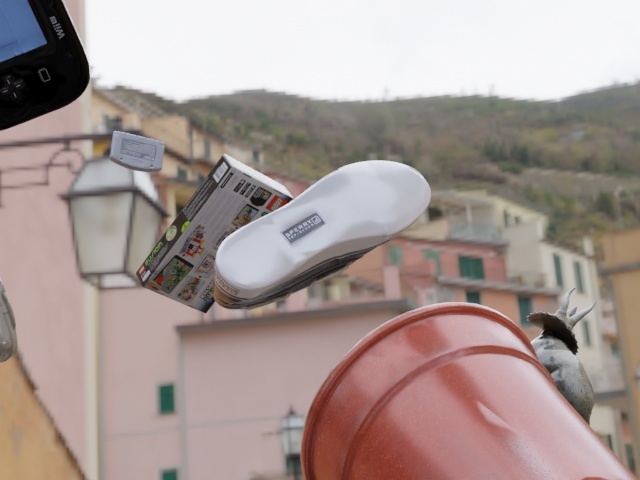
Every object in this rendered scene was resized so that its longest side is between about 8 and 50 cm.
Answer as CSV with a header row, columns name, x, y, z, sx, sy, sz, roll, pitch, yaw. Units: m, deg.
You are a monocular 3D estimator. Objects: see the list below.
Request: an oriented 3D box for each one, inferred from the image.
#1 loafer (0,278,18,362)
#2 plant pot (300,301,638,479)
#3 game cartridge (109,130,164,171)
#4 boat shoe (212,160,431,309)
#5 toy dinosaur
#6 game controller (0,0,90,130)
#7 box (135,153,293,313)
name,x,y,z,sx,sy,sz,roll,pitch,yaw
loafer,-0.435,0.001,1.359,0.112,0.319,0.111,-27,-12,25
plant pot,0.156,0.236,1.092,0.272,0.272,0.265,5,21,-27
game cartridge,-0.287,-0.137,1.873,0.083,0.056,0.017,13,-27,-20
boat shoe,0.000,0.000,1.473,0.301,0.108,0.102,-30,-18,-24
toy dinosaur,0.333,0.213,1.726,0.121,0.313,0.160,18,-55,-16
game controller,-0.379,-0.282,1.317,0.166,0.319,0.067,-18,18,15
box,-0.142,-0.006,1.604,0.114,0.036,0.207,28,-73,-38
